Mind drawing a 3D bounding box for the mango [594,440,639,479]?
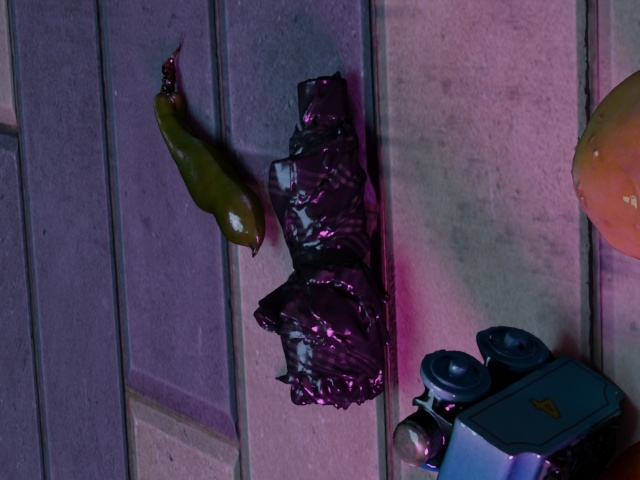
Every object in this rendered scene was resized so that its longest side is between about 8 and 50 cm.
[{"bbox_3d":[0.241,0.268,1.345,0.133,0.111,0.267,-91,12,-51],"label":"mango"}]

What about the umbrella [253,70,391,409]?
[{"bbox_3d":[-0.005,0.002,1.671,0.128,0.154,0.336,-5,95,20],"label":"umbrella"}]

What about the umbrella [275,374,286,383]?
[{"bbox_3d":[-0.025,0.157,1.872,0.013,0.022,0.122,58,163,-11],"label":"umbrella"}]

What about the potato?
[{"bbox_3d":[0.283,-0.063,1.174,0.234,0.146,0.150,-9,132,46],"label":"potato"}]

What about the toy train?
[{"bbox_3d":[0.159,0.155,1.397,0.154,0.198,0.107,36,127,32],"label":"toy train"}]

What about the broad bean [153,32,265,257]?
[{"bbox_3d":[-0.137,-0.099,1.955,0.318,0.056,0.098,63,146,31],"label":"broad bean"}]
